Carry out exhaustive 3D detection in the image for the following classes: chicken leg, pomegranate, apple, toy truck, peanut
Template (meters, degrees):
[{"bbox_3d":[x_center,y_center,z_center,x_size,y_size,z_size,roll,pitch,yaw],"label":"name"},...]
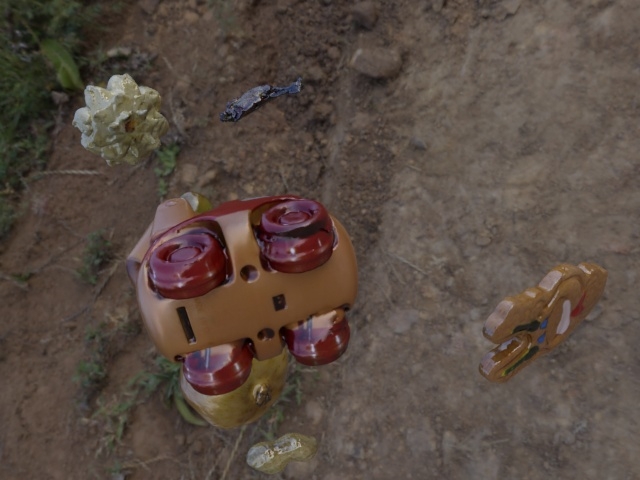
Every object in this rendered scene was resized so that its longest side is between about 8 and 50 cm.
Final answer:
[{"bbox_3d":[-0.159,-0.382,1.594,0.253,0.051,0.106,-20,32,14],"label":"chicken leg"},{"bbox_3d":[-0.177,0.268,1.235,0.248,0.248,0.248,-53,27,41],"label":"pomegranate"},{"bbox_3d":[-0.290,-0.069,1.352,0.074,0.089,0.089,-55,7,-37],"label":"apple"},{"bbox_3d":[-0.099,0.031,0.704,0.239,0.265,0.189,-119,17,-60],"label":"toy truck"},{"bbox_3d":[-0.099,0.563,1.565,0.089,0.193,0.089,166,90,-81],"label":"peanut"}]

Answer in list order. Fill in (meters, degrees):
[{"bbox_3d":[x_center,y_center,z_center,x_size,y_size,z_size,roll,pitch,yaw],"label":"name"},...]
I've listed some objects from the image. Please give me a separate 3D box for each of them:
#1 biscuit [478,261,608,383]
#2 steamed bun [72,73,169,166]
[{"bbox_3d":[0.425,0.142,1.102,0.047,0.334,0.202,36,140,43],"label":"biscuit"},{"bbox_3d":[-0.585,-0.341,1.800,0.137,0.292,0.295,41,114,36],"label":"steamed bun"}]
